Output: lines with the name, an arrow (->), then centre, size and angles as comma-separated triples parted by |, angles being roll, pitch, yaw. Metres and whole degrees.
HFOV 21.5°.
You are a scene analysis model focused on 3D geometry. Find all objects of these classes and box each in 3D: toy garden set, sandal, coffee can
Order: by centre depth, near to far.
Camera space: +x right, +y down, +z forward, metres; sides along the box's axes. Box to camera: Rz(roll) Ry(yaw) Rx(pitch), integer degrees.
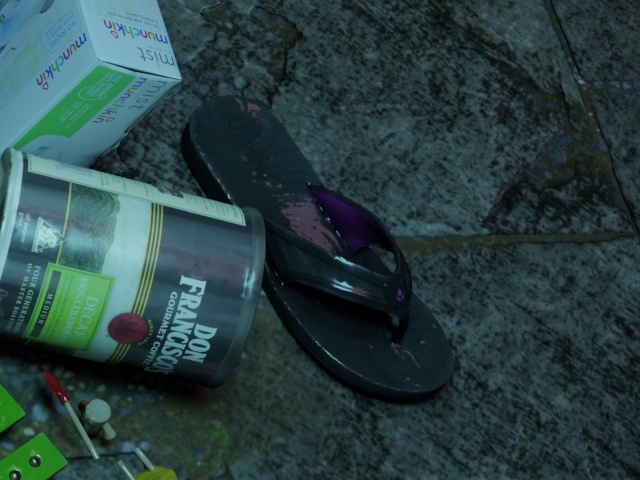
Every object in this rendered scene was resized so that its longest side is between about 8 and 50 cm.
toy garden set -> -0.259, 0.249, 1.719 | 0.244, 0.049, 0.204 | 47, 53, 10
coffee can -> -0.220, 0.031, 1.782 | 0.275, 0.201, 0.201 | 14, 54, -17
sandal -> -0.003, 0.000, 1.972 | 0.167, 0.107, 0.446 | -31, 76, -37

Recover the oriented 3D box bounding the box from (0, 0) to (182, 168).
box -> -0.299, -0.204, 1.849 | 0.127, 0.262, 0.231 | 10, 53, -46
